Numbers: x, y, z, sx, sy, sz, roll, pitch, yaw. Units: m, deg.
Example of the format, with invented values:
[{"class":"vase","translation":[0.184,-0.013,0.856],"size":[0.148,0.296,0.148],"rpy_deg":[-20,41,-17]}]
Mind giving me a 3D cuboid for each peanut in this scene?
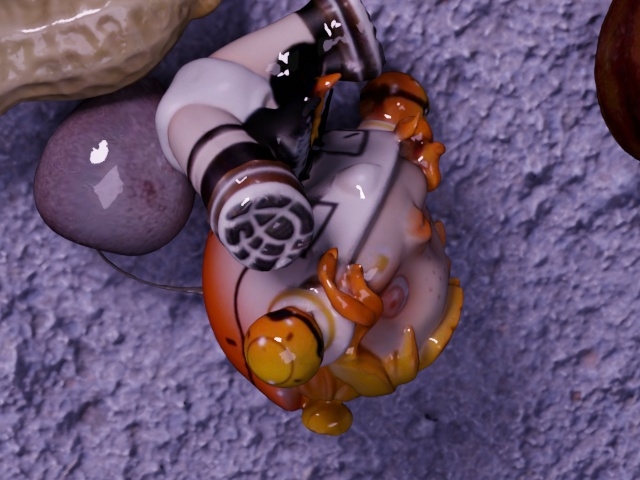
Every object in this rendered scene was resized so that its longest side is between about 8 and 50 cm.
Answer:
[{"class":"peanut","translation":[-0.214,-0.159,1.244],"size":[0.298,0.120,0.136],"rpy_deg":[-19,96,-5]}]

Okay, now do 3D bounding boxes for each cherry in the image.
[{"class":"cherry","translation":[-0.130,-0.048,1.323],"size":[0.188,0.115,0.148],"rpy_deg":[14,77,-26]}]

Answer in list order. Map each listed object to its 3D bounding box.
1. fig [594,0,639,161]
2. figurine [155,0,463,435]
[{"class":"fig","translation":[0.310,-0.215,1.298],"size":[0.217,0.217,0.321],"rpy_deg":[-7,88,-7]},{"class":"figurine","translation":[-0.005,-0.001,1.288],"size":[0.196,0.320,0.323],"rpy_deg":[2,133,26]}]
